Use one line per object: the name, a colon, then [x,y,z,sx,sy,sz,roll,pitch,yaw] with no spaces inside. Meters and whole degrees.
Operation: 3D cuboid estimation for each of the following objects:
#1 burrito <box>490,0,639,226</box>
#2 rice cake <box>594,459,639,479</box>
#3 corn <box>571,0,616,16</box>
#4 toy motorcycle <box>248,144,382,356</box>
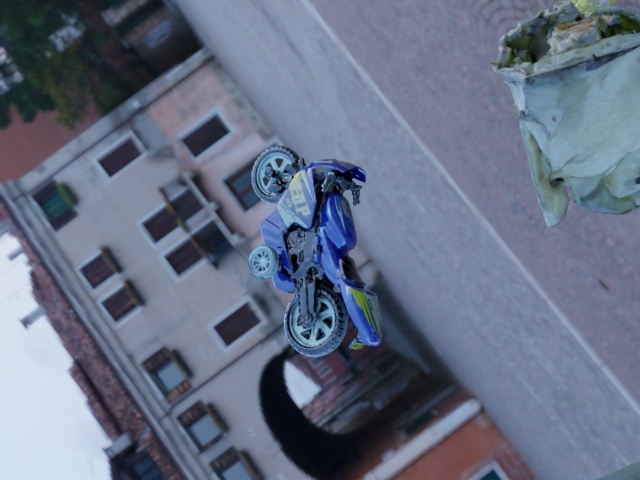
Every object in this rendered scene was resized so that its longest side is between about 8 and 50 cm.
burrito: [0.350,-0.160,1.201,0.332,0.190,0.135,58,-163,-48]
rice cake: [0.416,0.342,1.247,0.045,0.042,0.245,30,-161,38]
corn: [0.269,-0.374,1.016,0.081,0.081,0.248,59,-173,-77]
toy motorcycle: [0.000,0.000,1.198,0.113,0.169,0.315,18,-128,-57]
